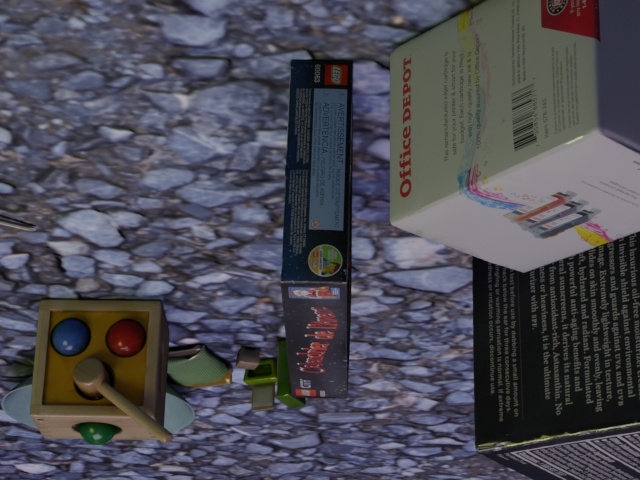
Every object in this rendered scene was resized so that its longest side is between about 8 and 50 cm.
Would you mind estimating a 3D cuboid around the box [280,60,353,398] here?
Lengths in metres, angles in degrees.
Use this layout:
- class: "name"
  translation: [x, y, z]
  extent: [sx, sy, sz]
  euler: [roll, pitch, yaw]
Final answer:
- class: "box"
  translation: [0.000, 0.000, 1.187]
  extent: [0.044, 0.159, 0.233]
  euler: [1, 157, 1]

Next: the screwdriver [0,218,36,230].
- class: "screwdriver"
  translation: [-0.297, -0.022, 1.322]
  extent: [0.170, 0.025, 0.024]
  euler: [19, 151, -34]

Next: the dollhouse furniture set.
- class: "dollhouse furniture set"
  translation: [-0.088, 0.137, 1.633]
  extent: [0.152, 0.058, 0.076]
  euler: [-9, 154, 22]

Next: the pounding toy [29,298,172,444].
- class: "pounding toy"
  translation: [-0.188, 0.125, 1.508]
  extent: [0.130, 0.141, 0.100]
  euler: [0, 156, 2]

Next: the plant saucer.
- class: "plant saucer"
  translation: [-0.222, 0.156, 1.713]
  extent: [0.195, 0.037, 0.195]
  euler: [2, 156, 1]

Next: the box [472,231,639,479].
- class: "box"
  translation: [0.320, 0.102, 1.373]
  extent: [0.294, 0.182, 0.296]
  euler: [-12, 155, 31]

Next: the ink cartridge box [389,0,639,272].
- class: "ink cartridge box"
  translation: [0.144, -0.074, 1.047]
  extent: [0.127, 0.128, 0.176]
  euler: [20, 151, -37]
